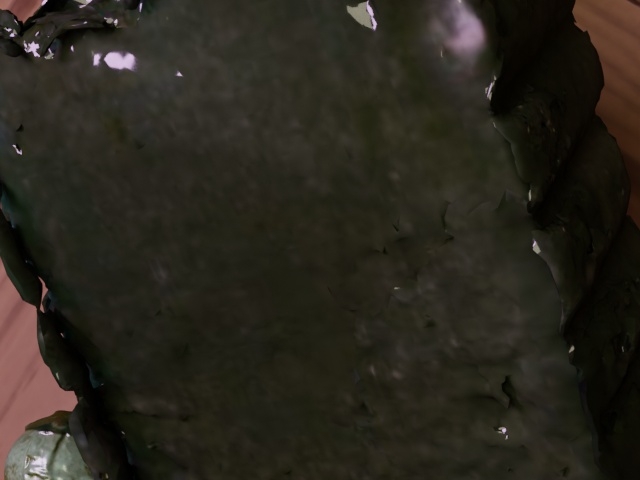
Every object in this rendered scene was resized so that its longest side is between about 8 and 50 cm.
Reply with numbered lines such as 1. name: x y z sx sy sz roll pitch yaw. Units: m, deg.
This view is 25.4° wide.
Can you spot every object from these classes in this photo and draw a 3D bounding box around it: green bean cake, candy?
1. green bean cake: 0.000 0.000 0.562 0.241 0.132 0.255 -9 113 33
2. candy: -0.062 0.118 0.685 0.203 0.061 0.061 2 78 21
